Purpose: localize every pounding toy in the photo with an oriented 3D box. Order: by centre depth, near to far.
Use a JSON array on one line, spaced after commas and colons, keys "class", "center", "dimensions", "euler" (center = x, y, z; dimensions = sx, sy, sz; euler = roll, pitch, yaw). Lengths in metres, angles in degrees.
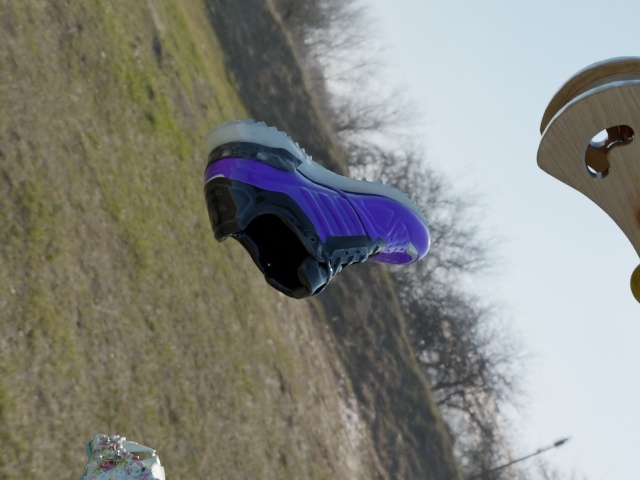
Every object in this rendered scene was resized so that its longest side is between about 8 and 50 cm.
[{"class": "pounding toy", "center": [0.233, -0.037, 0.530], "dimensions": [0.155, 0.154, 0.270], "euler": [-58, 134, -57]}]

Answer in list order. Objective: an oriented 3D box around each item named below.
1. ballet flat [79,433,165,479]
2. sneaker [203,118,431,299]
[{"class": "ballet flat", "center": [-0.193, 0.237, 0.759], "dimensions": [0.241, 0.077, 0.091], "euler": [168, -89, -74]}, {"class": "sneaker", "center": [-0.001, 0.000, 0.801], "dimensions": [0.293, 0.102, 0.146], "euler": [22, 54, -34]}]
